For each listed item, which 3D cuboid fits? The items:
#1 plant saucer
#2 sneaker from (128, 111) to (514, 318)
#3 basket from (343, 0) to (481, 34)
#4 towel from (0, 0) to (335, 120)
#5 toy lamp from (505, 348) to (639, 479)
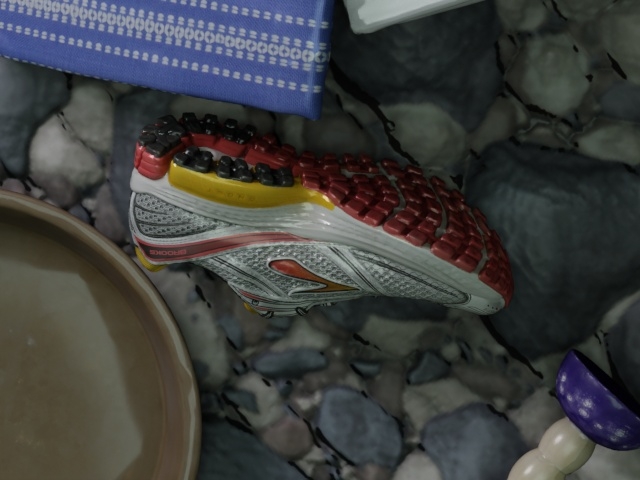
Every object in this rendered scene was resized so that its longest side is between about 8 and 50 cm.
[{"bbox_3d":[-0.205,0.104,1.141,0.277,0.041,0.278,0,97,4],"label":"plant saucer"},{"bbox_3d":[0.000,0.000,1.105,0.225,0.088,0.093,16,119,1],"label":"sneaker"},{"bbox_3d":[0.084,-0.181,1.051,0.167,0.113,0.103,-16,95,5],"label":"basket"},{"bbox_3d":[-0.077,-0.249,1.040,0.243,0.040,0.336,13,101,30],"label":"towel"},{"bbox_3d":[0.078,0.187,1.118,0.080,0.080,0.275,41,99,-3],"label":"toy lamp"}]
